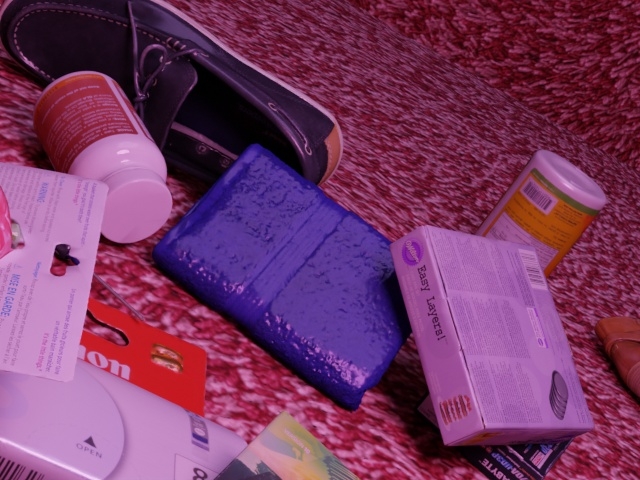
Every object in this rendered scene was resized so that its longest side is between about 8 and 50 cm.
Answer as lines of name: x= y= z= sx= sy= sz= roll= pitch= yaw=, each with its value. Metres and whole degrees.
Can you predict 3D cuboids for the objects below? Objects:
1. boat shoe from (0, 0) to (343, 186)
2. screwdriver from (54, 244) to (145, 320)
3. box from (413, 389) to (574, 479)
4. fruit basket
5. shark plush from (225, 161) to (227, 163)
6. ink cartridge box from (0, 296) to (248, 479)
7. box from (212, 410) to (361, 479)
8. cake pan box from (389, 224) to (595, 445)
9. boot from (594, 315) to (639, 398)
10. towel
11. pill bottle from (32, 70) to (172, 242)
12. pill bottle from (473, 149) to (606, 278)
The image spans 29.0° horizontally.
boat shoe: x=-0.205 y=-0.196 z=1.647 sx=0.500 sy=0.187 sz=0.156 roll=27 pitch=29 yaw=-4
screwdriver: x=-0.249 y=0.037 z=1.332 sx=0.170 sy=0.025 sz=0.024 roll=44 pitch=23 yaw=18
box: x=0.232 y=0.229 z=1.589 sx=0.175 sy=0.051 sz=0.220 roll=40 pitch=22 yaw=13
fruit basket: x=-0.356 y=0.002 z=0.972 sx=0.353 sy=0.165 sz=0.327 roll=15 pitch=26 yaw=-13
shark plush: x=-0.095 y=-0.091 z=1.790 sx=0.161 sy=0.073 sz=0.067 roll=8 pitch=63 yaw=-57
ink cartridge box: x=-0.214 y=0.120 z=1.114 sx=0.308 sy=0.091 sz=0.385 roll=27 pitch=23 yaw=-18
box: x=-0.029 y=0.289 z=0.902 sx=0.232 sy=0.058 sz=0.322 roll=42 pitch=34 yaw=5
cake pan box: x=0.208 y=0.113 z=1.495 sx=0.245 sy=0.070 sz=0.267 roll=9 pitch=60 yaw=-50
boot: x=0.600 y=0.232 z=2.082 sx=0.283 sy=0.109 sz=0.220 roll=15 pitch=24 yaw=-27
towel: x=-0.027 y=0.043 z=1.502 sx=0.308 sy=0.076 sz=0.228 roll=37 pitch=54 yaw=5
pill bottle: x=-0.256 y=-0.098 z=1.469 sx=0.121 sy=0.121 sz=0.216 roll=15 pitch=29 yaw=-41
pill bottle: x=0.327 y=-0.010 z=1.966 sx=0.136 sy=0.246 sz=0.136 roll=30 pitch=22 yaw=-13
